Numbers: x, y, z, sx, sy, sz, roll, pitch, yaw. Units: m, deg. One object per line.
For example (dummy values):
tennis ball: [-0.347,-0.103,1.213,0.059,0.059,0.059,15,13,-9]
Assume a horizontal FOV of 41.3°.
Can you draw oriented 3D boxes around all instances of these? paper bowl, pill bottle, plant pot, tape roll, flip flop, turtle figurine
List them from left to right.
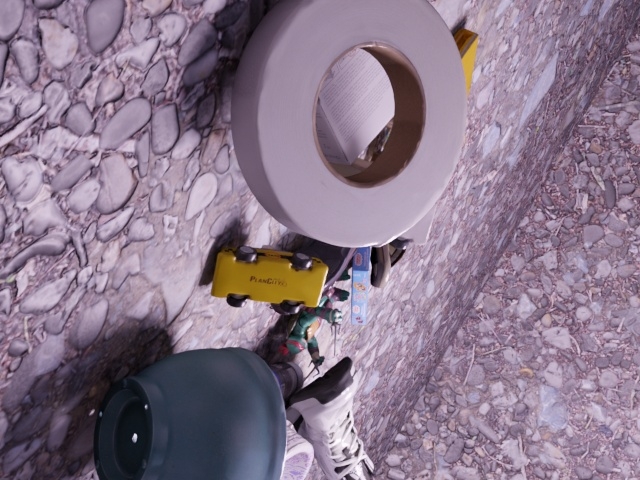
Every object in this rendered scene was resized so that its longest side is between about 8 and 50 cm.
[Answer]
plant pot: [-0.218,0.300,1.287,0.196,0.293,0.293,13,108,-41]
paper bowl: [-0.158,0.507,1.807,0.284,0.148,0.284,-43,155,-26]
pill bottle: [-0.093,0.299,1.794,0.078,0.078,0.137,-65,159,12]
turtle figurine: [-0.008,0.172,1.770,0.234,0.118,0.175,-63,180,-35]
tape roll: [0.053,-0.181,1.230,0.392,0.072,0.391,-9,105,-35]
flip flop: [0.152,0.012,1.856,0.277,0.080,0.112,-83,178,-61]

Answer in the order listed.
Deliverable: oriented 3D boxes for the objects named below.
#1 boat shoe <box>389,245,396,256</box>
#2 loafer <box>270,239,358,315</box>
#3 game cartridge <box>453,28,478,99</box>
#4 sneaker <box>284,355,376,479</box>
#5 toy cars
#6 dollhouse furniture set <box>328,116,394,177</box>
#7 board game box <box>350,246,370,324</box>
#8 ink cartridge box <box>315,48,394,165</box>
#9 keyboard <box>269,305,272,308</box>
boat shoe: [0.172,0.004,1.984,0.133,0.049,0.042,-93,-162,-48]
loafer: [0.004,0.053,1.630,0.302,0.109,0.095,-49,149,-40]
game cartridge: [0.248,-0.256,1.862,0.285,0.053,0.323,-54,161,-29]
sneaker: [0.056,0.418,1.871,0.169,0.257,0.447,-34,169,-18]
toy cars: [0.000,0.000,1.414,0.394,0.087,0.176,-30,119,2]
dollhouse furniture set: [0.056,-0.132,1.551,0.242,0.161,0.212,-68,179,-67]
board game box: [0.087,0.061,1.842,0.211,0.039,0.160,88,5,-53]
ink cartridge box: [0.066,-0.314,1.372,0.296,0.066,0.261,-50,134,-26]
keyboard: [-0.044,0.089,1.690,0.192,0.038,0.100,-9,127,-63]
